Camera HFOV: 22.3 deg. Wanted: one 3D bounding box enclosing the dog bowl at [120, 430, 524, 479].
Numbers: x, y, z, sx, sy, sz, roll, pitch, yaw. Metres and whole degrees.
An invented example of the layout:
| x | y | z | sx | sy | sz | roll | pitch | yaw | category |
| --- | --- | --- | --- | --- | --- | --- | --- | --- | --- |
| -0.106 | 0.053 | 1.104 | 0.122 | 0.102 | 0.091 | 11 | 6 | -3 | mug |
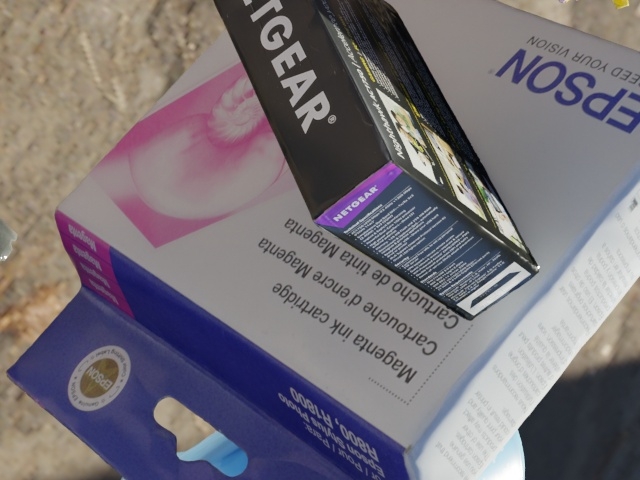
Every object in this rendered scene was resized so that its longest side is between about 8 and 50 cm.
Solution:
| x | y | z | sx | sy | sz | roll | pitch | yaw | category |
| --- | --- | --- | --- | --- | --- | --- | --- | --- | --- |
| -0.021 | 0.171 | 0.961 | 0.297 | 0.166 | 0.074 | -35 | 180 | 22 | dog bowl |

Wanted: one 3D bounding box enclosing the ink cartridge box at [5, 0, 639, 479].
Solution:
| x | y | z | sx | sy | sz | roll | pitch | yaw | category |
| --- | --- | --- | --- | --- | --- | --- | --- | --- | --- |
| 0.000 | 0.000 | 0.880 | 0.330 | 0.324 | 0.071 | -49 | 134 | -12 | ink cartridge box |

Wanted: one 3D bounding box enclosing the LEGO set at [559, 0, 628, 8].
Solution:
| x | y | z | sx | sy | sz | roll | pitch | yaw | category |
| --- | --- | --- | --- | --- | --- | --- | --- | --- | --- |
| 0.149 | -0.209 | 1.083 | 0.107 | 0.287 | 0.132 | -15 | 128 | -19 | LEGO set |

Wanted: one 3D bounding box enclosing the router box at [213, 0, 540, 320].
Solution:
| x | y | z | sx | sy | sz | roll | pitch | yaw | category |
| --- | --- | --- | --- | --- | --- | --- | --- | --- | --- |
| 0.018 | -0.063 | 0.730 | 0.046 | 0.179 | 0.133 | -37 | 143 | 16 | router box |

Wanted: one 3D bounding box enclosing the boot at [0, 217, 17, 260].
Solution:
| x | y | z | sx | sy | sz | roll | pitch | yaw | category |
| --- | --- | --- | --- | --- | --- | --- | --- | --- | --- |
| -0.459 | -0.025 | 1.040 | 0.445 | 0.146 | 0.367 | 46 | 48 | -23 | boot |
